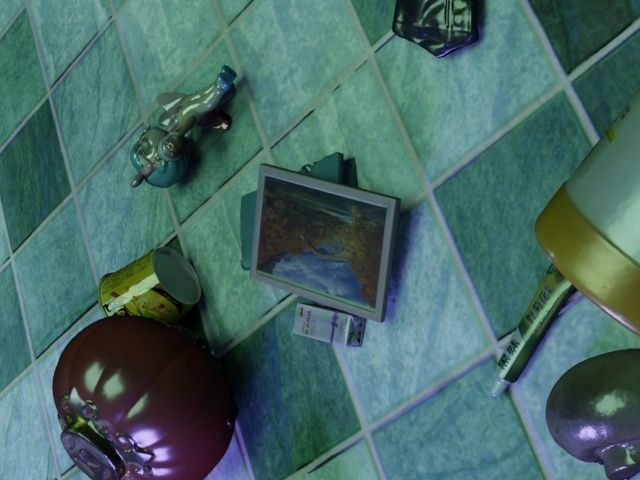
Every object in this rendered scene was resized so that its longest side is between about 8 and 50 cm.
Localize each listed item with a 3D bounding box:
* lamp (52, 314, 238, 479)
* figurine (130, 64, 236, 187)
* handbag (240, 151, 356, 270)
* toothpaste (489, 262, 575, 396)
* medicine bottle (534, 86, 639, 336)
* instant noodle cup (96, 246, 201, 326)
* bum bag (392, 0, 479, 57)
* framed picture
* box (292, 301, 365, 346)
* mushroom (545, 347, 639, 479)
[{"bbox_3d":[-0.276,0.255,1.725,0.303,0.257,0.303,26,141,24],"label":"lamp"},{"bbox_3d":[-0.225,-0.176,1.857,0.260,0.103,0.205,-43,30,27],"label":"figurine"},{"bbox_3d":[-0.035,-0.039,1.692,0.221,0.057,0.144,-21,65,41],"label":"handbag"},{"bbox_3d":[0.266,0.109,1.383,0.049,0.031,0.204,40,108,41],"label":"toothpaste"},{"bbox_3d":[0.382,-0.034,1.147,0.232,0.238,0.238,-55,50,21],"label":"medicine bottle"},{"bbox_3d":[-0.280,0.088,1.860,0.122,0.151,0.151,-35,59,22],"label":"instant noodle cup"},{"bbox_3d":[0.165,-0.407,1.542,0.137,0.074,0.310,2,85,35],"label":"bum bag"},{"bbox_3d":[0.000,0.000,1.598,0.250,0.016,0.184,18,109,35],"label":"framed picture"},{"bbox_3d":[0.012,0.123,1.628,0.117,0.036,0.051,12,92,46],"label":"box"},{"bbox_3d":[0.331,0.192,1.258,0.188,0.117,0.141,-31,51,42],"label":"mushroom"}]
